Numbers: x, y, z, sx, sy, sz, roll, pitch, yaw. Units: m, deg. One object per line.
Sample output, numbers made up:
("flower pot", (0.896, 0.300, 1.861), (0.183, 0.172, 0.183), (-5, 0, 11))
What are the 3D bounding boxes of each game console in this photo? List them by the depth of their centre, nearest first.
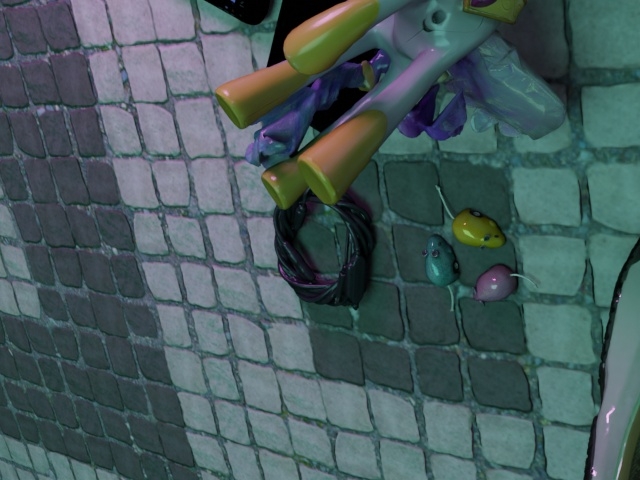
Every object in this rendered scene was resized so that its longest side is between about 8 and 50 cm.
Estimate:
("game console", (-0.079, -0.290, 0.995), (0.361, 0.044, 0.213), (34, 129, 21))

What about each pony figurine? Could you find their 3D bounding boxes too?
("pony figurine", (0.092, -0.174, 0.702), (0.303, 0.363, 0.351), (54, 171, -8))

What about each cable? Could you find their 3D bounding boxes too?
("cable", (0.000, 0.000, 1.087), (0.150, 0.047, 0.185), (22, 127, 35))

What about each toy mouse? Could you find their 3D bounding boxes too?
("toy mouse", (0.169, 0.037, 0.972), (0.161, 0.031, 0.143), (35, 130, 20))

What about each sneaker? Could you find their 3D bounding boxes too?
("sneaker", (0.333, 0.195, 0.740), (0.182, 0.158, 0.411), (9, 76, 19))
